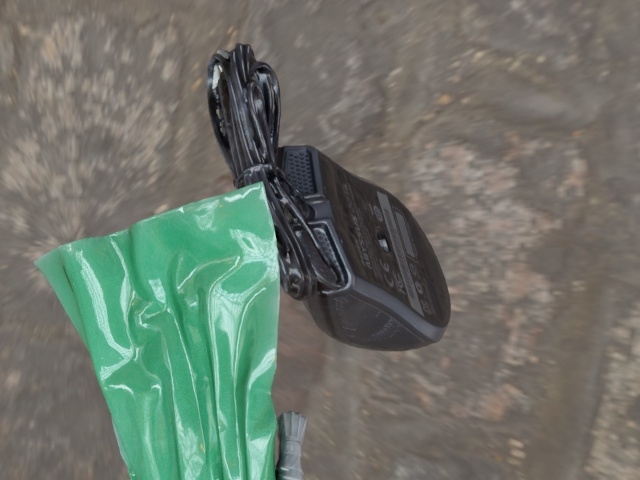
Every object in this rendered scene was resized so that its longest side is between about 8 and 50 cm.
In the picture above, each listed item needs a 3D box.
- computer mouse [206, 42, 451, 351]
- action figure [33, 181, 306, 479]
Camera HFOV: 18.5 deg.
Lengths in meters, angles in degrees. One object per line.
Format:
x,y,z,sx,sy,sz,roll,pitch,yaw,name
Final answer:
0.000,0.000,1.317,0.072,0.272,0.188,-26,59,19,computer mouse
-0.051,0.102,0.946,0.137,0.063,0.232,-18,81,31,action figure
